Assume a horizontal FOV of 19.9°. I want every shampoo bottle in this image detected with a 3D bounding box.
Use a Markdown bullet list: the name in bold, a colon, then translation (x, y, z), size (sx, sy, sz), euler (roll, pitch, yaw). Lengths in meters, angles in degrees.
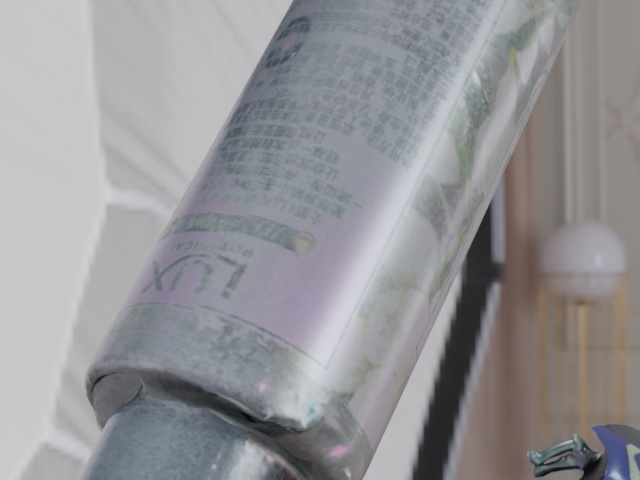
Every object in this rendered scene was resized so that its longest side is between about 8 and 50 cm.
- **shampoo bottle**: translation (0.000, 0.000, 0.425), size (0.072, 0.214, 0.072), euler (20, -29, 12)

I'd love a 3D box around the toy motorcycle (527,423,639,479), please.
- **toy motorcycle**: translation (0.097, 0.183, 0.903), size (0.113, 0.169, 0.315), euler (39, -39, -16)
